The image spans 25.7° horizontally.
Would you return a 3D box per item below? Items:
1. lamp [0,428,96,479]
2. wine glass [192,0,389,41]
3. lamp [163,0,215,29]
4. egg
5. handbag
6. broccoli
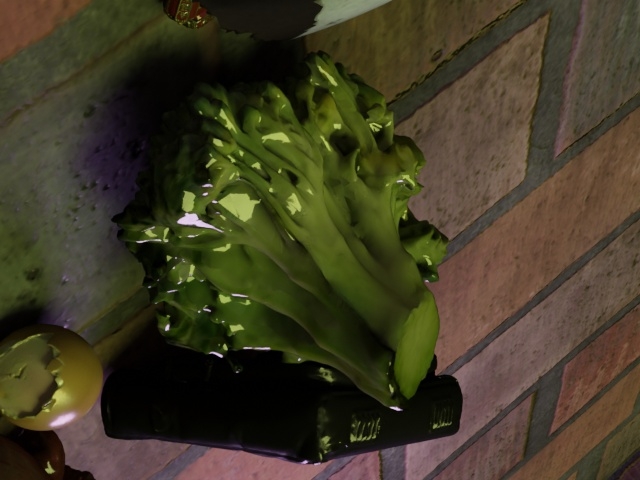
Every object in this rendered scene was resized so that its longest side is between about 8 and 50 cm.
[{"bbox_3d":[-0.260,0.215,1.047,0.151,0.215,0.223,-32,133,3],"label":"lamp"},{"bbox_3d":[0.039,-0.260,0.690,0.323,0.238,0.238,-48,158,-21],"label":"wine glass"},{"bbox_3d":[-0.077,-0.167,0.885,0.063,0.031,0.083,-38,158,-13],"label":"lamp"},{"bbox_3d":[-0.202,0.101,1.040,0.080,0.080,0.096,-48,171,6],"label":"egg"},{"bbox_3d":[-0.029,0.136,1.229,0.275,0.244,0.088,-2,91,-59],"label":"handbag"},{"bbox_3d":[0.000,0.000,1.003,0.288,0.245,0.248,-19,136,-54],"label":"broccoli"}]
